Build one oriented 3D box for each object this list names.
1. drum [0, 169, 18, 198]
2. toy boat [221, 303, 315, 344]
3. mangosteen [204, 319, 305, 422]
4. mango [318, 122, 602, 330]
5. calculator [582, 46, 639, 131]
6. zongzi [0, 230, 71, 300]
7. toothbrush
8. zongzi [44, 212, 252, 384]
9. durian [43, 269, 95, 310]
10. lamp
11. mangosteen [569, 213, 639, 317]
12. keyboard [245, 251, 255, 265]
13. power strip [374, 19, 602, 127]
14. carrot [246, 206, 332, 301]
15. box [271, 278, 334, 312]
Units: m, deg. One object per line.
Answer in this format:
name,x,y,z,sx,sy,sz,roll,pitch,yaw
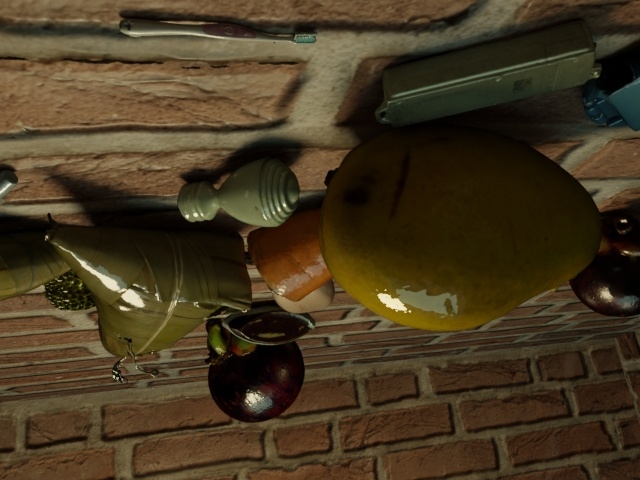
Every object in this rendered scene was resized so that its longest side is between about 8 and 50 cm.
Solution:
drum,-0.535,-0.008,0.840,0.253,0.129,0.049,-17,154,22
toy boat,-0.145,0.232,1.668,0.262,0.114,0.115,0,-170,-23
mangosteen,-0.215,0.385,1.784,0.306,0.305,0.359,-18,137,25
mango,0.213,-0.021,0.836,0.446,0.301,0.220,3,156,-15
calculator,0.487,-0.227,0.750,0.293,0.051,0.173,-24,153,35
zongzi,-0.531,0.035,1.043,0.228,0.114,0.256,-10,-171,45
toothbrush,-0.102,-0.216,0.613,0.204,0.017,0.022,-2,169,-16
zongzi,-0.394,0.117,1.083,0.447,0.181,0.418,-36,149,29
durian,-0.490,0.093,1.238,0.216,0.086,0.100,-6,-167,3
lamp,-0.123,-0.067,0.892,0.193,0.106,0.106,-5,161,18
mangosteen,0.677,0.046,1.330,0.229,0.228,0.265,-11,128,8
keyboard,-0.178,0.040,1.260,0.196,0.018,0.060,6,158,-31
power strip,0.198,-0.199,0.720,0.273,0.052,0.078,-11,159,10
carrot,0.000,0.000,1.060,0.225,0.159,0.159,-30,152,24
box,-0.041,0.118,1.412,0.146,0.088,0.200,-10,158,7
